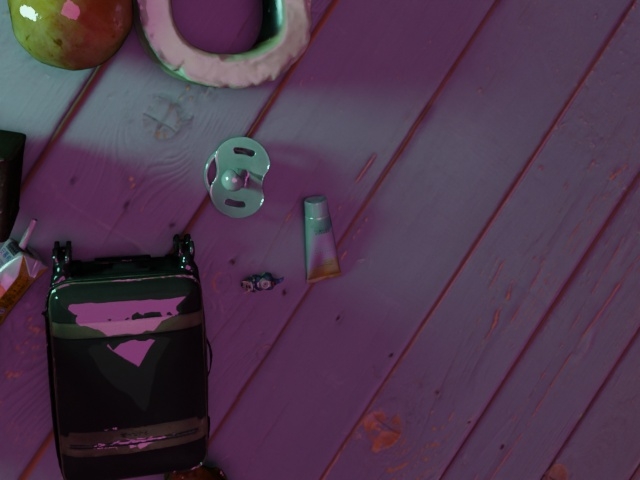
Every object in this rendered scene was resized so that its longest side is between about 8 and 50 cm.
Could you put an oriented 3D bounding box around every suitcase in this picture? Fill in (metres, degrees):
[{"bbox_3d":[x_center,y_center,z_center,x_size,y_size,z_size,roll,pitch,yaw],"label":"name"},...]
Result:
[{"bbox_3d":[-0.332,0.216,1.264,0.283,0.194,0.434,-3,104,-17],"label":"suitcase"}]

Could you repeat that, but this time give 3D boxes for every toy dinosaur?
[{"bbox_3d":[-0.113,0.083,1.383,0.083,0.047,0.031,-10,103,-15],"label":"toy dinosaur"}]

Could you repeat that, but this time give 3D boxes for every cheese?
[{"bbox_3d":[-0.168,-0.427,1.203,0.292,0.153,0.332,-6,105,-17],"label":"cheese"}]

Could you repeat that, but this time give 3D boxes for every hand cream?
[{"bbox_3d":[0.000,0.000,1.409,0.076,0.047,0.174,-13,114,-17],"label":"hand cream"}]

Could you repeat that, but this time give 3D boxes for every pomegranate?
[{"bbox_3d":[-0.389,-0.361,1.124,0.191,0.191,0.191,-4,103,-17],"label":"pomegranate"}]

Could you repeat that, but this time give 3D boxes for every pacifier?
[{"bbox_3d":[-0.158,-0.115,1.294,0.126,0.116,0.150,18,100,5],"label":"pacifier"}]

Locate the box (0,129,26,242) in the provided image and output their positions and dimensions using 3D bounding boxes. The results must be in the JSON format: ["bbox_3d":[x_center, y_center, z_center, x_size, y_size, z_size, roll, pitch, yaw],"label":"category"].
[{"bbox_3d":[-0.612,-0.101,1.097,0.273,0.184,0.143,6,109,-18],"label":"box"}]

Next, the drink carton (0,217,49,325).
[{"bbox_3d":[-0.529,0.054,1.221,0.200,0.084,0.074,-51,143,-2],"label":"drink carton"}]

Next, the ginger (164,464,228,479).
[{"bbox_3d":[-0.232,0.558,1.393,0.165,0.172,0.321,-3,105,21],"label":"ginger"}]
